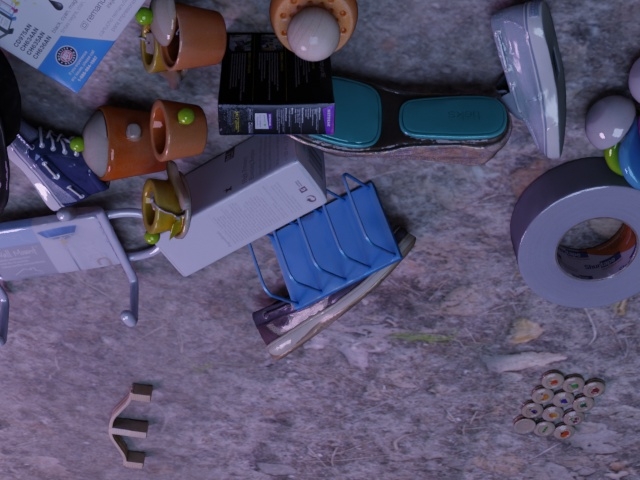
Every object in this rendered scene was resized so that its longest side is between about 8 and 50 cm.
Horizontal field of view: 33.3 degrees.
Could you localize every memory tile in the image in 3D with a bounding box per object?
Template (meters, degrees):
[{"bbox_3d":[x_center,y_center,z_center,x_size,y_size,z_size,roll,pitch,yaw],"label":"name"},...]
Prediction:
[{"bbox_3d":[0.392,0.274,1.764,0.113,0.012,0.148,13,127,-12],"label":"memory tile"}]

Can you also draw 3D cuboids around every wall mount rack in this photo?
[{"bbox_3d":[-0.386,0.021,1.432,0.350,0.130,0.304,-9,143,5],"label":"wall mount rack"}]

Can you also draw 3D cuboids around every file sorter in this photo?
[{"bbox_3d":[0.000,0.000,1.440,0.170,0.118,0.104,-27,158,18],"label":"file sorter"}]

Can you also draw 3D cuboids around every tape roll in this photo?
[{"bbox_3d":[0.380,-0.008,1.500,0.219,0.072,0.219,-1,129,-2],"label":"tape roll"}]

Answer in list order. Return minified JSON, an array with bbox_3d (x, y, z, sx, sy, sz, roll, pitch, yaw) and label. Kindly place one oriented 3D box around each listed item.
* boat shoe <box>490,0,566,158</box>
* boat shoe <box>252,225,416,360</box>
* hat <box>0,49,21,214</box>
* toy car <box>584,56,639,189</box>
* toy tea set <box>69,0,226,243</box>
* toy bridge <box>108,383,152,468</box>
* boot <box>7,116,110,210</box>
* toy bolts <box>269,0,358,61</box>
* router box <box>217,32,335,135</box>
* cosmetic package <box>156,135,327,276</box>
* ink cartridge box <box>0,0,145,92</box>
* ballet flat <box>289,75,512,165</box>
[{"bbox_3d":[0.261,-0.199,1.350,0.081,0.079,0.227,0,133,24],"label":"boat shoe"},{"bbox_3d":[0.012,0.063,1.529,0.285,0.103,0.092,-41,88,26],"label":"boat shoe"},{"bbox_3d":[-0.440,-0.179,1.233,0.331,0.134,0.331,21,131,25],"label":"hat"},{"bbox_3d":[0.441,-0.137,1.357,0.159,0.136,0.182,28,123,-22],"label":"toy car"},{"bbox_3d":[-0.215,-0.161,1.270,0.124,0.200,0.336,-4,132,-26],"label":"toy tea set"},{"bbox_3d":[-0.315,0.308,1.757,0.063,0.026,0.188,9,128,-6],"label":"toy bridge"},{"bbox_3d":[-0.353,-0.123,1.392,0.086,0.069,0.190,-22,135,8],"label":"boot"},{"bbox_3d":[0.032,-0.321,1.181,0.218,0.158,0.228,-13,128,8],"label":"toy bolts"},{"bbox_3d":[-0.052,-0.189,1.271,0.133,0.179,0.046,0,127,-2],"label":"router box"},{"bbox_3d":[-0.108,-0.059,1.415,0.231,0.117,0.085,-27,124,17],"label":"cosmetic package"},{"bbox_3d":[-0.311,-0.317,1.165,0.232,0.168,0.171,32,121,-22],"label":"ink cartridge box"},{"bbox_3d":[0.082,-0.139,1.365,0.316,0.107,0.106,8,160,2],"label":"ballet flat"}]
